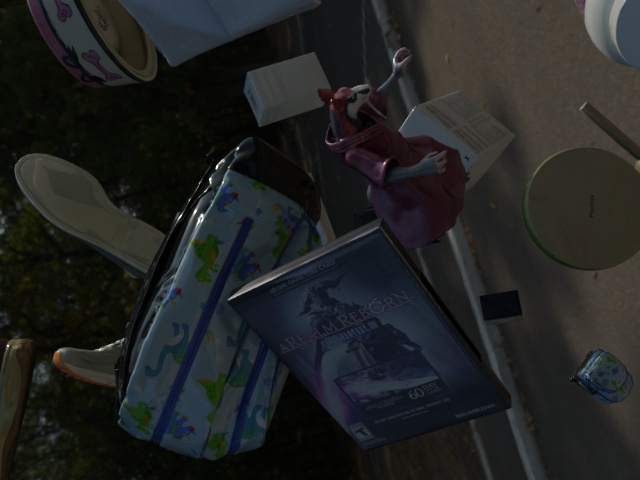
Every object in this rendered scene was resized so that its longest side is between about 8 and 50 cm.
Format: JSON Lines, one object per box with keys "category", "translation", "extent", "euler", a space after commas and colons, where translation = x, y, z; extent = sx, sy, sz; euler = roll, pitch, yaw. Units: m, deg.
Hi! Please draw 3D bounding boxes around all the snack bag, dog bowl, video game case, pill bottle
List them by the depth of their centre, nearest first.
{"category": "video game case", "translation": [0.057, 0.120, 0.658], "extent": [0.274, 0.196, 0.026], "euler": [51, -152, -24]}
{"category": "pill bottle", "translation": [0.433, -0.328, 0.793], "extent": [0.301, 0.169, 0.169], "euler": [-66, -28, -52]}
{"category": "snack bag", "translation": [-0.218, -0.428, 0.903], "extent": [0.323, 0.342, 0.037], "euler": [48, -134, -39]}
{"category": "dog bowl", "translation": [-0.608, -0.592, 1.602], "extent": [0.408, 0.150, 0.408], "euler": [-19, -90, -80]}

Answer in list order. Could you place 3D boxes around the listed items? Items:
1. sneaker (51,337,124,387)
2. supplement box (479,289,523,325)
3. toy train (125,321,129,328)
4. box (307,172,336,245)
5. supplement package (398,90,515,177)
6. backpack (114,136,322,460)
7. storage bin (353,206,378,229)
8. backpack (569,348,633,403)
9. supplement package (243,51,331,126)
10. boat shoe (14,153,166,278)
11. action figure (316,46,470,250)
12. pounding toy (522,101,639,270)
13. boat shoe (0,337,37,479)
{"category": "sneaker", "translation": [-0.353, 0.207, 1.090], "extent": [0.262, 0.099, 0.121], "euler": [26, -112, -47]}
{"category": "supplement box", "translation": [0.399, 0.149, 1.322], "extent": [0.083, 0.083, 0.056], "euler": [37, -136, -65]}
{"category": "toy train", "translation": [-0.461, 0.218, 1.749], "extent": [0.334, 0.142, 0.190], "euler": [-58, 10, -2]}
{"category": "box", "translation": [0.000, 0.000, 1.433], "extent": [0.067, 0.063, 0.324], "euler": [-73, -36, -61]}
{"category": "supplement package", "translation": [0.321, -0.230, 1.535], "extent": [0.198, 0.262, 0.199], "euler": [44, 129, 13]}
{"category": "backpack", "translation": [-0.131, 0.096, 0.783], "extent": [0.273, 0.355, 0.290], "euler": [37, 154, -7]}
{"category": "storage bin", "translation": [0.172, -0.039, 1.375], "extent": [0.122, 0.180, 0.084], "euler": [-50, -48, -79]}
{"category": "backpack", "translation": [0.680, 0.329, 1.434], "extent": [0.114, 0.105, 0.084], "euler": [41, 164, 12]}
{"category": "supplement package", "translation": [-0.082, -0.366, 1.462], "extent": [0.105, 0.179, 0.105], "euler": [67, 164, 8]}
{"category": "boat shoe", "translation": [-0.418, -0.031, 1.106], "extent": [0.099, 0.319, 0.116], "euler": [-31, 28, 52]}
{"category": "action figure", "translation": [0.110, -0.156, 1.096], "extent": [0.370, 0.275, 0.248], "euler": [34, -138, -33]}
{"category": "pounding toy", "translation": [0.401, -0.060, 0.918], "extent": [0.183, 0.237, 0.110], "euler": [34, 171, 7]}
{"category": "boat shoe", "translation": [-0.481, 0.293, 0.807], "extent": [0.123, 0.123, 0.342], "euler": [-159, 83, -69]}
